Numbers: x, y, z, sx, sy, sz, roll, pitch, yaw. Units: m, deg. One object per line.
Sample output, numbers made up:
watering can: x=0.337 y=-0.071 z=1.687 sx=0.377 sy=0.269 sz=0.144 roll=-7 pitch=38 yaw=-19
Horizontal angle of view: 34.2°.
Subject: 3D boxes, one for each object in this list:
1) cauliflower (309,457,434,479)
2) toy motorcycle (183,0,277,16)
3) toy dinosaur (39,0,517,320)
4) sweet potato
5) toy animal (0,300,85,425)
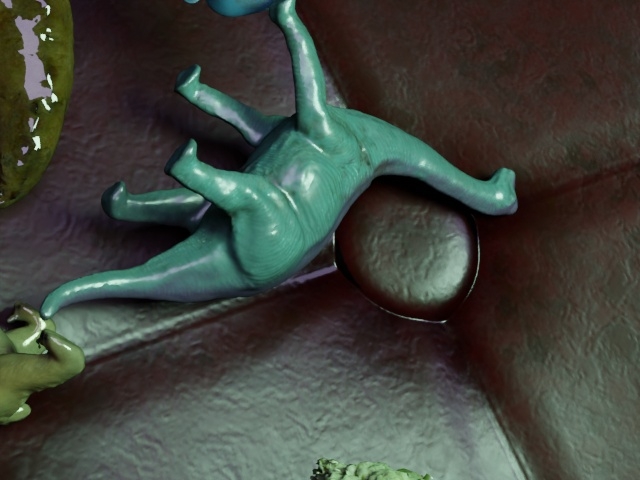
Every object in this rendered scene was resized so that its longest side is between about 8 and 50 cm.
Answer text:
cauliflower: x=0.068 y=0.265 z=0.748 sx=0.272 sy=0.275 sz=0.250 roll=5 pitch=26 yaw=-5
toy motorcycle: x=-0.082 y=-0.282 z=0.880 sx=0.123 sy=0.272 sz=0.182 roll=-17 pitch=103 yaw=-1
toy dinosaur: x=0.000 y=0.000 z=0.877 sx=0.331 sy=0.129 sz=0.383 roll=42 pitch=67 yaw=-25
sweet potato: x=-0.283 y=-0.236 z=0.848 sx=0.130 sy=0.130 sz=0.423 roll=-19 pitch=86 yaw=-27
toy animal: x=-0.285 y=0.063 z=0.748 sx=0.218 sy=0.103 sz=0.101 roll=34 pitch=84 yaw=-11
